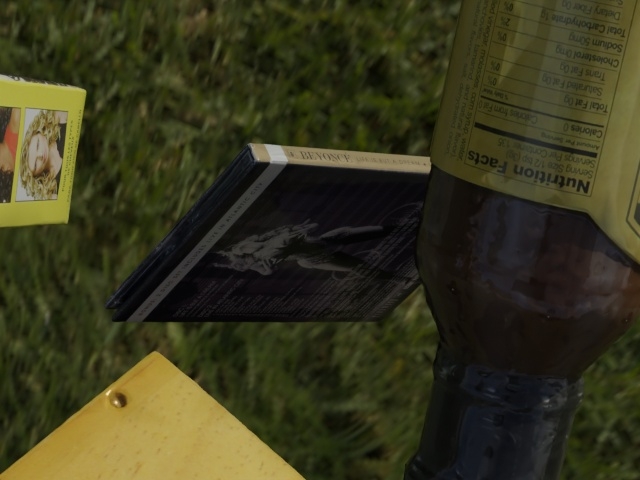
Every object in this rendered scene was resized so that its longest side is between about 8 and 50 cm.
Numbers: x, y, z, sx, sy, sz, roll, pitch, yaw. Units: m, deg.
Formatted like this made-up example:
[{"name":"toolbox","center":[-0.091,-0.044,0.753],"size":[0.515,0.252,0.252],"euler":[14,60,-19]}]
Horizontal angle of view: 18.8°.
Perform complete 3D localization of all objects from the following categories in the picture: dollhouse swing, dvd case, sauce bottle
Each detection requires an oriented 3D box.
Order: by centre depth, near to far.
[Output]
[{"name":"sauce bottle","center":[0.101,-0.038,0.820],"size":[0.111,0.111,0.344],"euler":[9,104,-9]},{"name":"dvd case","center":[0.000,0.000,1.177],"size":[0.221,0.164,0.018],"euler":[1,55,-41]},{"name":"dollhouse swing","center":[-0.097,0.325,1.561],"size":[0.347,0.305,0.315],"euler":[40,49,12]}]

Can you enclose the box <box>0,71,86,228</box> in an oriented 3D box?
[{"name":"box","center":[-0.157,-0.035,0.647],"size":[0.087,0.232,0.058],"euler":[8,94,10]}]
